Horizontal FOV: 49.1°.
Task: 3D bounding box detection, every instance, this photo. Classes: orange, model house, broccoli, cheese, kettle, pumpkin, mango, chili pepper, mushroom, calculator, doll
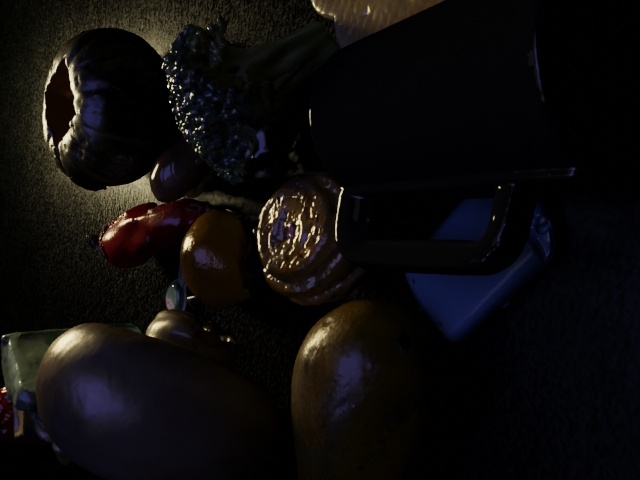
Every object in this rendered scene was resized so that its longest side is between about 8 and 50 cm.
[{"bbox_3d":[-0.170,0.030,1.136,0.160,0.112,0.170,-59,38,31],"label":"orange"},{"bbox_3d":[-0.475,0.350,1.373,0.194,0.267,0.325,47,130,45],"label":"model house"},{"bbox_3d":[-0.070,-0.188,0.945,0.243,0.263,0.247,-40,48,-10],"label":"broccoli"},{"bbox_3d":[-0.261,0.093,1.295,0.067,0.026,0.121,44,121,40],"label":"cheese"},{"bbox_3d":[0.151,-0.112,0.699,0.308,0.203,0.262,-5,101,51],"label":"kettle"},{"bbox_3d":[-0.411,-0.255,1.345,0.320,0.192,0.320,-4,84,50],"label":"pumpkin"},{"bbox_3d":[0.039,0.220,0.849,0.176,0.175,0.330,-69,-5,-72],"label":"mango"},{"bbox_3d":[-0.327,-0.016,1.317,0.387,0.110,0.110,-20,75,45],"label":"chili pepper"},{"bbox_3d":[-0.222,0.216,1.031,0.362,0.362,0.295,-2,58,49],"label":"mushroom"},{"bbox_3d":[0.172,0.023,0.784,0.210,0.039,0.121,-54,50,35],"label":"calculator"},{"bbox_3d":[-0.231,-0.127,1.213,0.145,0.096,0.188,-41,13,0],"label":"doll"}]

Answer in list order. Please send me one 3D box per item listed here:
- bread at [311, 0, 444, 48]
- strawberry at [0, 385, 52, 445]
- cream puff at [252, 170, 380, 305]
[{"bbox_3d":[0.095,-0.371,0.864,0.316,0.054,0.316,2,93,49],"label":"bread"},{"bbox_3d":[-0.599,0.359,1.522,0.205,0.244,0.205,6,97,49],"label":"strawberry"},{"bbox_3d":[0.000,0.000,0.914,0.189,0.129,0.189,-24,55,40],"label":"cream puff"}]
